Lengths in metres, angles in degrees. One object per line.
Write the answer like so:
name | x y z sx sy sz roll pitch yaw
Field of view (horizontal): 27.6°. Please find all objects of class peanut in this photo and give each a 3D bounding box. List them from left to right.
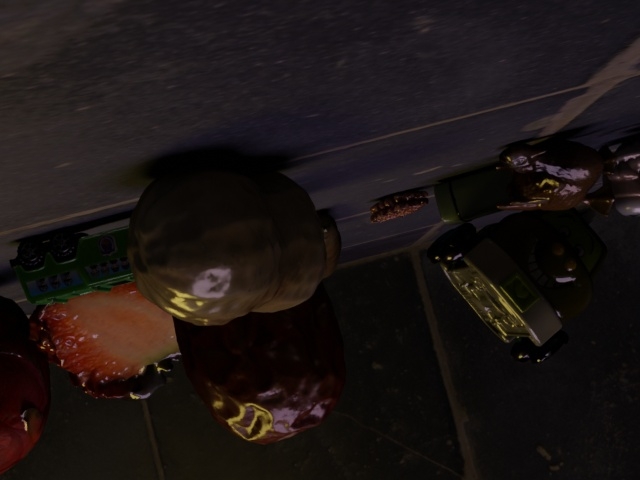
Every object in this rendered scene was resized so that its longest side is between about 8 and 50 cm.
peanut | -0.069 0.003 1.045 0.130 0.130 0.290 -16 175 19

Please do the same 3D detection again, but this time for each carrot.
carrot | -0.001 0.001 1.815 0.070 0.070 0.342 -14 171 -3

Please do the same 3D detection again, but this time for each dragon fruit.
dragon fruit | -0.418 0.168 1.487 0.241 0.241 0.252 -12 164 -28

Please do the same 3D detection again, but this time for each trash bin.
trash bin | 0.225 -0.064 1.702 0.130 0.059 0.116 -17 178 18

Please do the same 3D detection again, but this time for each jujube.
jujube | -0.070 0.088 1.368 0.174 0.250 0.174 -19 176 -1

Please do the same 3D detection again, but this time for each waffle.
waffle | 0.105 -0.046 1.729 0.075 0.029 0.083 -16 174 -25

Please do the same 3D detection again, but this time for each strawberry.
strawberry | -0.225 0.056 1.508 0.233 0.137 0.306 -33 151 -1

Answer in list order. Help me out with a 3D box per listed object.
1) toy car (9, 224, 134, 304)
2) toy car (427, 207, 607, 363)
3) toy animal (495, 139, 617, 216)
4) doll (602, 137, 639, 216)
toy car | -0.199 0.015 1.201 0.165 0.062 0.071 -15 176 4
toy car | 0.278 0.026 1.694 0.198 0.204 0.248 -40 -179 -5
toy animal | 0.253 -0.076 1.529 0.179 0.089 0.188 8 165 -31
doll | 0.450 -0.096 1.705 0.154 0.119 0.278 -1 173 11
